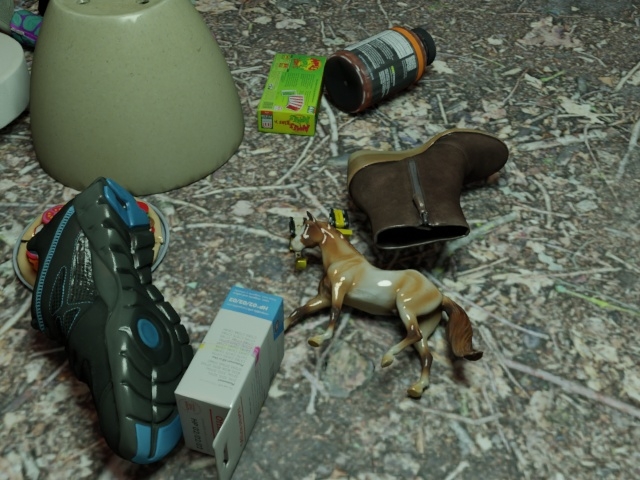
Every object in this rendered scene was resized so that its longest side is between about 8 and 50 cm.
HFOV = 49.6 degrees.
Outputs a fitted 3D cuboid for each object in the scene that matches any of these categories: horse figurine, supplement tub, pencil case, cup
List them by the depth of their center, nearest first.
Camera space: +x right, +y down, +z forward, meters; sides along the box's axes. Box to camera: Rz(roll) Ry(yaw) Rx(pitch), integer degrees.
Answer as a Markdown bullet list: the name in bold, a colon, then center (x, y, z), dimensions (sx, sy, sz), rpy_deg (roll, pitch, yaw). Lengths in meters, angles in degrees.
- **horse figurine**: center (0.067, 0.076, 0.816), dimensions (0.263, 0.066, 0.174), rpy_deg (17, 49, 15)
- **cup**: center (-0.284, -0.260, 1.032), dimensions (0.331, 0.237, 0.331), rpy_deg (1, 45, -1)
- **supplement tub**: center (0.107, -0.297, 1.176), dimensions (0.198, 0.106, 0.106), rpy_deg (-31, 53, -30)
- **pencil case**: center (-0.495, -0.368, 1.260), dimensions (0.151, 0.064, 0.070), rpy_deg (26, 33, 24)

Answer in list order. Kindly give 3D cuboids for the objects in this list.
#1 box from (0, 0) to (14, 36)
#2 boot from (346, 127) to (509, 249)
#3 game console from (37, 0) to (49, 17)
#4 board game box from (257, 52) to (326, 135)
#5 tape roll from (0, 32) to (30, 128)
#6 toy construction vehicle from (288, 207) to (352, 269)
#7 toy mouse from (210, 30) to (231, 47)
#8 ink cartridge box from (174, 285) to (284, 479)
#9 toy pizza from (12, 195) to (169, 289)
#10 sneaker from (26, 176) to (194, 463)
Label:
- **box**: center (-0.641, -0.453, 1.207), dimensions (0.126, 0.149, 0.232), rpy_deg (-1, 3, -3)
- **boot**: center (0.164, -0.063, 0.926), dimensions (0.248, 0.090, 0.207), rpy_deg (-7, 36, -8)
- **game console**: center (-0.379, -0.495, 1.413), dimensions (0.361, 0.044, 0.213), rpy_deg (-25, 52, -24)
- **board game box**: center (-0.045, -0.248, 1.164), dimensions (0.092, 0.043, 0.181), rpy_deg (6, 45, 3)
- **tape roll**: center (-0.661, -0.239, 1.087), dimensions (0.392, 0.072, 0.392), rpy_deg (0, 38, 0)
- **toy construction vehicle**: center (0.000, 0.000, 0.922), dimensions (0.085, 0.035, 0.098), rpy_deg (3, 46, -15)
- **toy mouse**: center (-0.241, -0.361, 1.230), dimensions (0.161, 0.031, 0.143), rpy_deg (4, 7, -1)
- **ink cartridge box**: center (-0.094, 0.149, 0.708), dimensions (0.061, 0.104, 0.181), rpy_deg (13, 45, 11)
- **toy pizza**: center (-0.301, -0.003, 0.911), dimensions (0.201, 0.032, 0.201), rpy_deg (1, 44, -1)
- **sneaker**: center (-0.238, 0.095, 0.768), dimensions (0.139, 0.125, 0.341), rpy_deg (-30, 55, 12)
